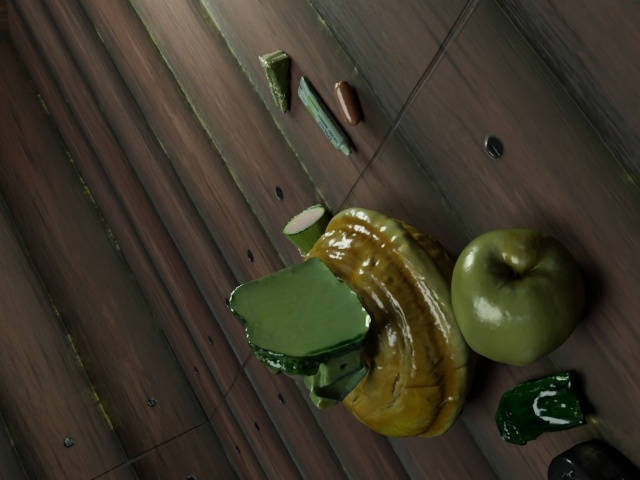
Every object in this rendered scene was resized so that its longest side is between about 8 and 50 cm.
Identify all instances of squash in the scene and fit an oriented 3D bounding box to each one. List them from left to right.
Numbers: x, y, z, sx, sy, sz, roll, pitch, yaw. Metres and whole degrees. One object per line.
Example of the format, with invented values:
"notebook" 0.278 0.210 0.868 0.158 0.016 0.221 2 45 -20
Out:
"squash" -0.005 0.005 1.652 0.105 0.105 0.132 11 138 58

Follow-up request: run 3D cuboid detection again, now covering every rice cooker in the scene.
"rice cooker" 0.415 0.380 1.145 0.165 0.106 0.112 -123 31 -41

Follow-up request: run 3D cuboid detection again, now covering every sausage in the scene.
"sausage" 0.049 -0.247 1.399 0.034 0.034 0.083 -6 106 62

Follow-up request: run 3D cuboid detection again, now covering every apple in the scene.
"apple" 0.273 0.081 1.083 0.200 0.200 0.200 41 143 41

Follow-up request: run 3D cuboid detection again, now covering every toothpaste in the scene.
"toothpaste" 0.007 -0.235 1.491 0.197 0.029 0.048 57 151 25

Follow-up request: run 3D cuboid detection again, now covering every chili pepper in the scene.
"chili pepper" 0.346 0.269 1.232 0.098 0.061 0.224 65 155 18

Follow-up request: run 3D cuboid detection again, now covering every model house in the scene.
"model house" -0.027 0.177 1.278 0.214 0.195 0.189 46 153 41

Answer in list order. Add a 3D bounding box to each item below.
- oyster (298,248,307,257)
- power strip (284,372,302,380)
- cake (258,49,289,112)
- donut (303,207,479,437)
"oyster" -0.015 0.008 1.729 0.081 0.038 0.083 -30 54 38
"power strip" -0.029 0.246 1.787 0.154 0.154 0.078 56 152 20
"cake" -0.081 -0.327 1.584 0.051 0.055 0.140 43 162 37
"donut" 0.115 0.154 1.412 0.449 0.198 0.449 42 143 43
